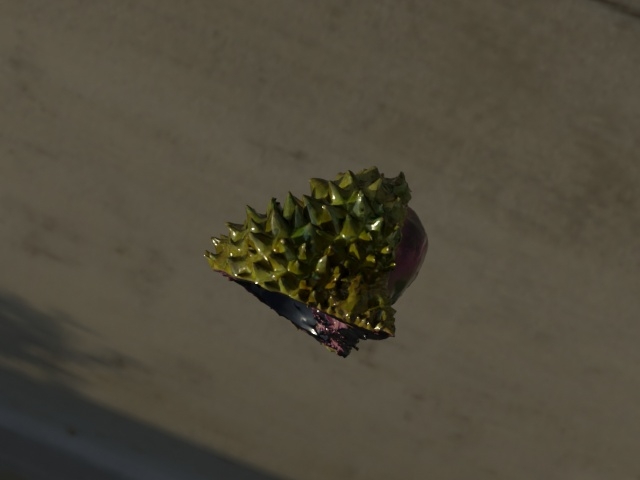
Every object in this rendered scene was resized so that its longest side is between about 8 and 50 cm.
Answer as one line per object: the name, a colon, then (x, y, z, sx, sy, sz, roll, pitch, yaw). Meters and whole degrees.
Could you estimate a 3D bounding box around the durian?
durian: (0.003, -0.002, 0.924, 0.119, 0.108, 0.186, 30, 171, -2)
